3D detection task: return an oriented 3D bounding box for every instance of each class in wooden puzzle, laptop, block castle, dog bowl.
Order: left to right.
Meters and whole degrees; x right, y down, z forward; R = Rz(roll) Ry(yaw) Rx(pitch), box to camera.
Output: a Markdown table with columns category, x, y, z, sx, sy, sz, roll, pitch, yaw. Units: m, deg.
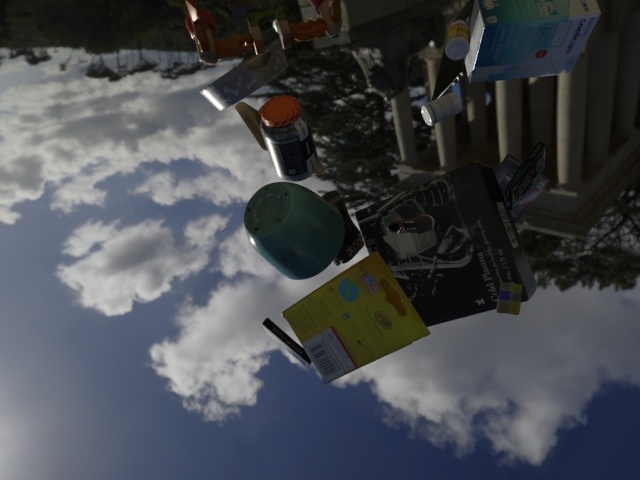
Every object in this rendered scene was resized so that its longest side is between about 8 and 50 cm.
| category | x | y | z | sx | sy | sz | roll | pitch | yaw |
| --- | --- | --- | --- | --- | --- | --- | --- | --- | --- |
| dog bowl | -0.270 | -0.597 | 1.720 | 0.348 | 0.102 | 0.349 | -29 | -158 | 13 |
| block castle | -0.163 | -0.687 | 1.264 | 0.452 | 0.303 | 0.213 | -14 | -113 | -5 |
| wooden puzzle | -0.151 | -0.437 | 1.951 | 0.080 | 0.347 | 0.322 | -48 | -125 | 22 |
| laptop | 0.620 | -0.697 | 1.686 | 0.236 | 0.383 | 0.408 | 19 | 166 | -8 |

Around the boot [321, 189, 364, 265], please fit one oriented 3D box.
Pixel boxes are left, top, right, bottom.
| category | x | y | z | sx | sy | sz | roll | pitch | yaw |
| --- | --- | --- | --- | --- | --- | --- | --- | --- | --- |
| boot | 0.000 | 0.000 | 2.031 | 0.377 | 0.284 | 0.138 | -41 | -158 | -6 |

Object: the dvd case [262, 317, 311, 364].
| category | x | y | z | sx | sy | sz | roll | pitch | yaw |
| --- | --- | --- | --- | --- | --- | --- | --- | --- | --- |
| dvd case | -0.097 | 0.317 | 1.437 | 0.179 | 0.239 | 0.030 | 38 | -106 | 9 |

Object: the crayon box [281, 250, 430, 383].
| category | x | y | z | sx | sy | sz | roll | pitch | yaw |
| --- | --- | --- | --- | --- | --- | --- | --- | --- | --- |
| crayon box | 0.081 | 0.169 | 1.044 | 0.318 | 0.202 | 0.081 | -36 | 174 | 37 |

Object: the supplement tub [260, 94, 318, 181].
| category | x | y | z | sx | sy | sz | roll | pitch | yaw |
| --- | --- | --- | --- | --- | --- | --- | --- | --- | --- |
| supplement tub | -0.074 | -0.242 | 1.130 | 0.116 | 0.191 | 0.117 | -5 | -126 | 7 |

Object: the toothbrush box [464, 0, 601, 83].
| category | x | y | z | sx | sy | sz | roll | pitch | yaw |
| --- | --- | --- | --- | --- | --- | --- | --- | --- | --- |
| toothbrush box | 0.572 | -0.570 | 1.313 | 0.295 | 0.216 | 0.126 | -5 | -115 | 3 |

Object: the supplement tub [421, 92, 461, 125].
| category | x | y | z | sx | sy | sz | roll | pitch | yaw |
| --- | --- | --- | --- | --- | --- | --- | --- | --- | --- |
| supplement tub | 0.380 | -0.414 | 1.485 | 0.107 | 0.071 | 0.071 | -23 | -150 | -2 |

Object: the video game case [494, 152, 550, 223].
| category | x | y | z | sx | sy | sz | roll | pitch | yaw |
| --- | --- | --- | --- | --- | --- | --- | --- | --- | --- |
| video game case | 0.772 | -0.190 | 1.944 | 0.196 | 0.274 | 0.026 | 37 | -157 | 11 |

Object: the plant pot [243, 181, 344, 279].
| category | x | y | z | sx | sy | sz | roll | pitch | yaw |
| --- | --- | --- | --- | --- | --- | --- | --- | --- | --- |
| plant pot | -0.104 | -0.052 | 1.506 | 0.292 | 0.235 | 0.293 | -15 | -122 | 26 |

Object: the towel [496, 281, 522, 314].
| category | x | y | z | sx | sy | sz | roll | pitch | yaw |
| --- | --- | --- | --- | --- | --- | --- | --- | --- | --- |
| towel | 0.499 | 0.154 | 1.245 | 0.060 | 0.009 | 0.084 | 5 | -101 | 41 |

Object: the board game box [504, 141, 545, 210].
| category | x | y | z | sx | sy | sz | roll | pitch | yaw |
| --- | --- | --- | --- | --- | --- | --- | --- | --- | --- |
| board game box | 0.631 | -0.195 | 1.450 | 0.026 | 0.126 | 0.186 | 33 | -102 | 34 |

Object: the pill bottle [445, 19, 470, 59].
| category | x | y | z | sx | sy | sz | roll | pitch | yaw |
| --- | --- | --- | --- | --- | --- | --- | --- | --- | --- |
| pill bottle | 0.254 | -0.373 | 0.869 | 0.043 | 0.043 | 0.083 | -3 | -131 | 21 |

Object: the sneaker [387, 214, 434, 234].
| category | x | y | z | sx | sy | sz | roll | pitch | yaw |
| --- | --- | --- | --- | --- | --- | --- | --- | --- | --- |
| sneaker | 0.283 | -0.043 | 1.494 | 0.157 | 0.061 | 0.064 | -10 | -179 | 38 |

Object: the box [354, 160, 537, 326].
| category | x | y | z | sx | sy | sz | roll | pitch | yaw |
| --- | --- | --- | --- | --- | --- | --- | --- | --- | --- |
| box | 0.448 | 0.032 | 1.703 | 0.471 | 0.481 | 0.297 | -23 | 172 | 30 |
